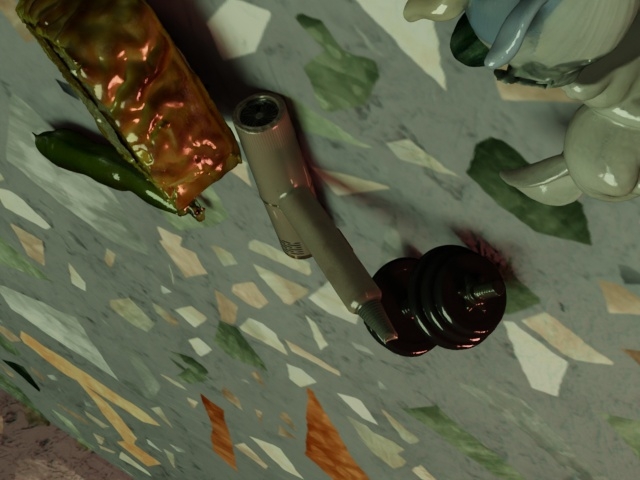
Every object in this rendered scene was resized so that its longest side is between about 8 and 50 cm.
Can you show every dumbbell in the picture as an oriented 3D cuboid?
[{"bbox_3d":[0.105,0.058,1.109,0.099,0.099,0.208,44,154,-15],"label":"dumbbell"}]

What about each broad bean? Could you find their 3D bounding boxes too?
[{"bbox_3d":[-0.244,-0.085,1.373,0.255,0.046,0.065,24,165,24],"label":"broad bean"}]

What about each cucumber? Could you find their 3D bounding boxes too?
[{"bbox_3d":[0.119,-0.145,0.804,0.048,0.048,0.105,41,156,-8],"label":"cucumber"}]

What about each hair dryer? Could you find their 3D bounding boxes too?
[{"bbox_3d":[-0.001,-0.006,1.088,0.220,0.054,0.195,57,171,41],"label":"hair dryer"}]

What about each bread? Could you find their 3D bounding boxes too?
[{"bbox_3d":[-0.173,-0.144,1.085,0.181,0.096,0.222,37,164,51],"label":"bread"}]

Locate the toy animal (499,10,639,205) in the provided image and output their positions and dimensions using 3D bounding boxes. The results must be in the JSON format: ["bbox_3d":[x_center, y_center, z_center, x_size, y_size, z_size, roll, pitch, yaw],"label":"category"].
[{"bbox_3d":[0.202,-0.077,0.796,0.181,0.131,0.127,84,160,-48],"label":"toy animal"}]

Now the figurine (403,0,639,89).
[{"bbox_3d":[0.112,-0.176,0.667,0.208,0.128,0.183,17,127,59],"label":"figurine"}]
